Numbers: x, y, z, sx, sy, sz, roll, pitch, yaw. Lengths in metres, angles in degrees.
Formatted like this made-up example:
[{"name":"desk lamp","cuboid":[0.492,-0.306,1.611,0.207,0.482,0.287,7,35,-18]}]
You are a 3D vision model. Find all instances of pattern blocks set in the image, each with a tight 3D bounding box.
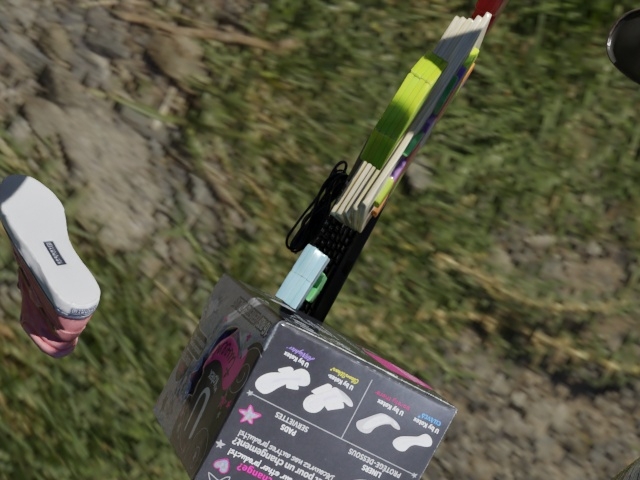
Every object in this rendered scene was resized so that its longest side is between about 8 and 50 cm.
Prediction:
[{"name":"pattern blocks set","cuboid":[0.069,-0.086,1.342,0.026,0.285,0.325,33,98,4]}]

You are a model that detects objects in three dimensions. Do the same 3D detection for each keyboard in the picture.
[{"name":"keyboard","cuboid":[0.000,0.000,1.578,0.038,0.100,0.192,21,107,-26]}]

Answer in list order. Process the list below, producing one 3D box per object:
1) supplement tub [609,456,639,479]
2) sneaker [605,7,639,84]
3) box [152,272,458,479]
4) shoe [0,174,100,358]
[{"name":"supplement tub","cuboid":[0.209,0.152,0.963,0.106,0.198,0.106,9,60,-17]},{"name":"sneaker","cuboid":[0.288,-0.159,1.469,0.118,0.222,0.083,11,98,-36]},{"name":"box","cuboid":[-0.024,0.136,1.430,0.163,0.247,0.142,27,90,-15]},{"name":"shoe","cuboid":[-0.266,0.025,1.700,0.063,0.178,0.081,-6,139,-36]}]
